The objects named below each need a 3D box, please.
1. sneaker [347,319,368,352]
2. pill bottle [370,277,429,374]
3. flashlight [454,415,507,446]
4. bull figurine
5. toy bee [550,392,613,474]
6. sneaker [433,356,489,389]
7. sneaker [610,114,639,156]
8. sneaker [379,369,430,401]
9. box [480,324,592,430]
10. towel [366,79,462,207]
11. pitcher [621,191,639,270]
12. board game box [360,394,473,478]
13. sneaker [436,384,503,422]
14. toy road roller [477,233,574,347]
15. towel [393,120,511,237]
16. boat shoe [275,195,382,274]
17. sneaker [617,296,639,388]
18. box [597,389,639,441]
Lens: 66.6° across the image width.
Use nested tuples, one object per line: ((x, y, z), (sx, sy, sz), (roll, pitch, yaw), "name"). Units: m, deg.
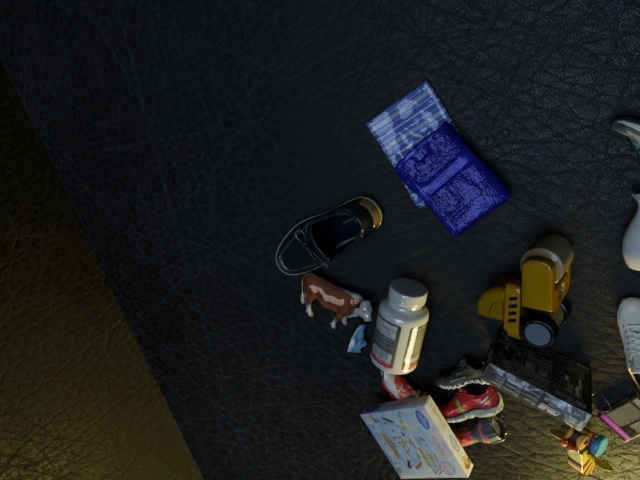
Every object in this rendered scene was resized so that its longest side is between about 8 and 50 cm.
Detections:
((0.159, 0.379, 1.915), (0.073, 0.063, 0.162), (16, 123, 2), "sneaker")
((0.285, 0.300, 1.731), (0.177, 0.176, 0.318), (18, 118, 21), "pill bottle")
((0.537, 0.735, 1.820), (0.304, 0.103, 0.103), (-35, 92, 34), "flashlight")
((0.058, 0.239, 1.875), (0.311, 0.101, 0.188), (31, 124, 14), "bull figurine")
((0.833, 0.652, 1.584), (0.195, 0.162, 0.298), (-5, 104, 65), "toy bee")
((0.510, 0.466, 1.741), (0.235, 0.078, 0.106), (-17, 99, 29), "sneaker")
((0.862, -0.217, 1.240), (0.283, 0.110, 0.122), (34, 126, 13), "sneaker")
((0.335, 0.574, 1.873), (0.145, 0.090, 0.269), (-14, 107, 31), "sneaker")
((0.680, 0.417, 1.525), (0.308, 0.242, 0.076), (26, 120, 16), "box")
((0.322, -0.294, 1.544), (0.243, 0.040, 0.335), (-30, 94, 34), "towel")
((0.910, -0.023, 1.297), (0.178, 0.125, 0.206), (3, 101, 12), "pitcher")
((0.357, 0.752, 1.846), (0.318, 0.066, 0.318), (-27, 97, 42), "board game box")
((0.523, 0.586, 1.784), (0.279, 0.107, 0.118), (-24, 83, 28), "sneaker")
((0.614, 0.144, 1.478), (0.241, 0.203, 0.329), (11, 116, 37), "toy road roller")
((0.395, -0.179, 1.488), (0.308, 0.076, 0.228), (48, 122, 4), "towel")
((0.000, 0.000, 1.776), (0.500, 0.156, 0.186), (-29, 97, 36), "boat shoe")
((0.938, 0.310, 1.411), (0.106, 0.123, 0.289), (-14, 102, 34), "sneaker")
((0.989, 0.557, 1.543), (0.116, 0.029, 0.162), (43, 125, 5), "box")
